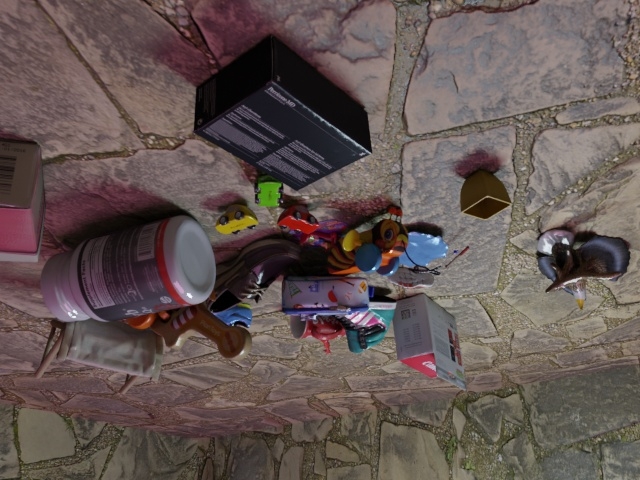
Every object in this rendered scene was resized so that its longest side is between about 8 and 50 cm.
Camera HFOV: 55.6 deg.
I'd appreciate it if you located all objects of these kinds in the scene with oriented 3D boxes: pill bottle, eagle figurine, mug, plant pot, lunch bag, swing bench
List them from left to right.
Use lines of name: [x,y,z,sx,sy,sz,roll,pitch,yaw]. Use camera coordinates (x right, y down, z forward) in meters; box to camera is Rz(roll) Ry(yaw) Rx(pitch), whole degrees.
swing bench: [-0.578,0.288,1.609,0.253,0.165,0.254,23,147,-30]
pill bottle: [-0.451,0.077,1.434,0.363,0.210,0.210,-12,152,16]
mug: [0.004,0.282,1.982,0.169,0.150,0.113,7,136,-31]
lunch bag: [0.015,0.149,1.651,0.243,0.115,0.303,0,178,-5]
plant pot: [0.358,-0.105,1.341,0.081,0.083,0.081,13,147,-31]
eagle figurine: [0.720,0.082,1.703,0.226,0.225,0.298,27,-157,26]

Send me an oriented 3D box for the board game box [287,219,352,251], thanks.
board game box: [0.000,0.000,1.547,0.168,0.033,0.133,-11,152,11]

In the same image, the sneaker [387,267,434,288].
sneaker: [0.260,0.122,1.800,0.158,0.061,0.065,10,156,-24]

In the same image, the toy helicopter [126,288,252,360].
toy helicopter: [-0.301,0.178,1.523,0.355,0.235,0.140,26,173,30]

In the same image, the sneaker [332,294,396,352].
sneaker: [0.088,0.260,1.897,0.295,0.178,0.124,4,-171,-18]

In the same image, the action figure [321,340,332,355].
action figure: [0.091,0.322,2.120,0.280,0.091,0.139,-9,144,8]

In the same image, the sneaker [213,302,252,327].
sneaker: [-0.318,0.239,1.912,0.209,0.082,0.069,6,153,-17]

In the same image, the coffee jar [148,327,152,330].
coffee jar: [-0.538,0.271,1.923,0.079,0.096,0.184,15,146,-28]

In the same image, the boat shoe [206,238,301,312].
boat shoe: [-0.182,0.107,1.619,0.132,0.130,0.355,21,144,-40]

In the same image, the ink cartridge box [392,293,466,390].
ink cartridge box: [0.367,0.360,2.044,0.130,0.272,0.309,-18,149,25]

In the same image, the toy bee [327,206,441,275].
toy bee: [0.154,0.006,1.473,0.298,0.162,0.195,1,170,20]

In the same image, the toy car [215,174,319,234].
toy car: [-0.114,-0.085,1.342,0.239,0.053,0.225,-1,152,-8]

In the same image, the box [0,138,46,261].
box: [-0.614,-0.072,1.184,0.127,0.149,0.232,5,152,-19]

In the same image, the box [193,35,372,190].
box: [-0.060,-0.207,1.059,0.184,0.103,0.261,-20,149,34]

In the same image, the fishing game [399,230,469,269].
fishing game: [0.247,0.018,1.616,0.264,0.041,0.189,11,150,-11]
